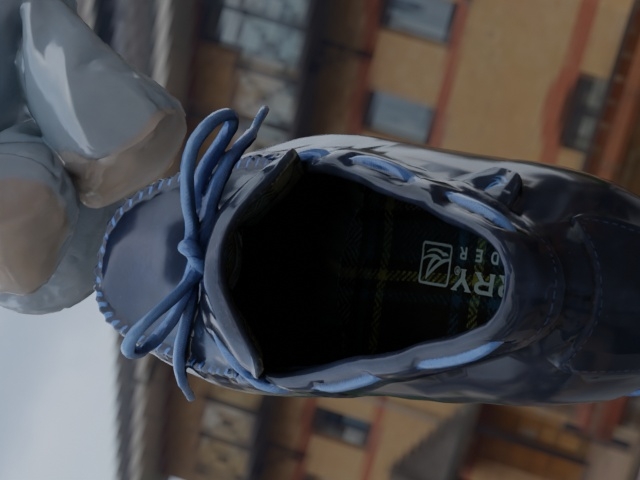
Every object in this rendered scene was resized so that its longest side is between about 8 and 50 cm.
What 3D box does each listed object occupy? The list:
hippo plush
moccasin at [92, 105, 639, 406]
[{"bbox_3d":[-0.226,-0.064,1.187,0.234,0.294,0.236,-23,-19,-16],"label":"hippo plush"},{"bbox_3d":[0.000,0.000,0.822,0.117,0.342,0.137,8,-99,-41],"label":"moccasin"}]
